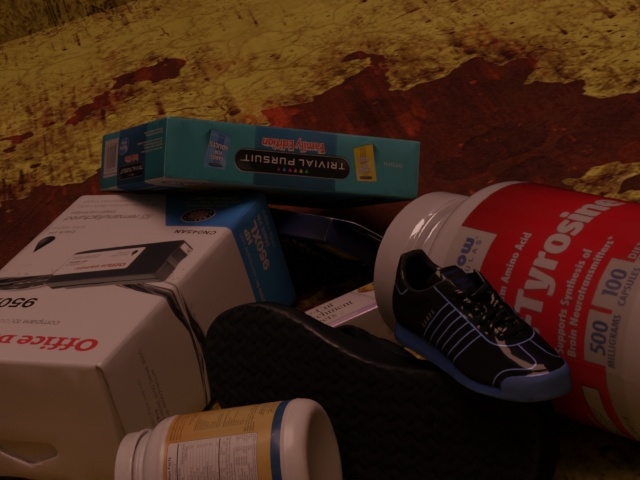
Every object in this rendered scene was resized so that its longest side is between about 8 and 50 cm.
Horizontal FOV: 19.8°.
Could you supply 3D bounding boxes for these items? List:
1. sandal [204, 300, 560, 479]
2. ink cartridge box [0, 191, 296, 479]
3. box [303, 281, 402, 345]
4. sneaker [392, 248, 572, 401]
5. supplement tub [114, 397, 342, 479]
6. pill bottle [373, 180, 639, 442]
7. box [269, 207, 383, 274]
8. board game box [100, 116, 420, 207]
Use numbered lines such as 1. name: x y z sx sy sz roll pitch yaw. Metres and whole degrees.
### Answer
1. sandal: 0.063 0.172 1.895 0.445 0.168 0.107 15 14 37
2. ink cartridge box: -0.251 0.104 2.167 0.285 0.166 0.395 0 30 29
3. box: 0.095 0.078 2.131 0.324 0.063 0.067 -23 25 -13
4. sneaker: 0.148 0.080 1.754 0.081 0.090 0.232 -20 28 -34
5. supplement tub: -0.090 0.239 1.820 0.199 0.144 0.144 -9 26 16
6. pill bottle: 0.253 0.063 1.871 0.229 0.229 0.407 -33 30 -31
7. box: 0.000 0.000 2.281 0.225 0.136 0.037 9 76 45
8. board game box: -0.081 -0.093 2.321 0.336 0.079 0.254 4 -4 -24
